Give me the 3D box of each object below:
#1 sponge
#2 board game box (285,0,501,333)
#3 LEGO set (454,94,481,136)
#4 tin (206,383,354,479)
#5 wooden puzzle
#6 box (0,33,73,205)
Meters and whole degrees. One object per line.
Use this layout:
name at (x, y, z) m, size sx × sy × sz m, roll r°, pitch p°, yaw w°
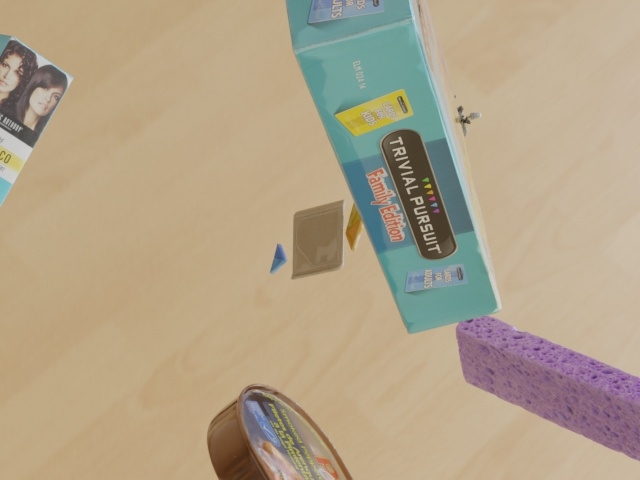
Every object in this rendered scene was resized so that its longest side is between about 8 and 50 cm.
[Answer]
sponge at (0.232, 0.142, 1.461) m, size 0.210 × 0.117 × 0.031 m, roll 22°, pitch 63°, yaw 25°
board game box at (0.046, -0.128, 1.075) m, size 0.079 × 0.336 × 0.253 m, roll -14°, pitch 54°, yaw 7°
LEGO set at (0.112, -0.108, 1.403) m, size 0.023 × 0.083 × 0.054 m, roll 22°, pitch 45°, yaw -35°
tin at (-0.003, 0.172, 0.898) m, size 0.040 × 0.106 × 0.189 m, roll -41°, pitch 65°, yaw 21°
wooden puzzle at (0.000, 0.000, 1.445) m, size 0.014 × 0.116 × 0.078 m, roll 21°, pitch 72°, yaw -42°
box at (-0.404, -0.119, 1.805) m, size 0.100 × 0.060 × 0.244 m, roll 34°, pitch 79°, yaw -36°
